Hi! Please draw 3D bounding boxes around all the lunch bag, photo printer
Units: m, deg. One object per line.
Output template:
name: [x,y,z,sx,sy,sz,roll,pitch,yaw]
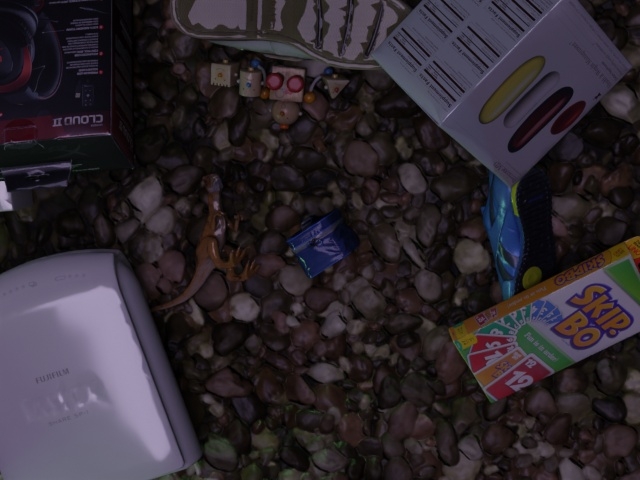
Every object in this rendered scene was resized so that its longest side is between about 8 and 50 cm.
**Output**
lunch bag: [0.000,0.000,1.800,0.067,0.098,0.065,-32,91,14]
photo printer: [-0.316,0.172,1.850,0.256,0.107,0.308,-18,95,10]

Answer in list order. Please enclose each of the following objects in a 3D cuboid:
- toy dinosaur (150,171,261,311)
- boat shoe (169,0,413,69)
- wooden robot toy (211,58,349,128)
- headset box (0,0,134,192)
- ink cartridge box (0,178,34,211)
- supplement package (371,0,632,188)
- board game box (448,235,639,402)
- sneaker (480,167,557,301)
toy dinosaur: [-0.138,0.019,1.847,0.112,0.064,0.212,28,107,34]
boat shoe: [-0.024,-0.271,1.762,0.302,0.103,0.113,11,97,5]
wooden robot toy: [-0.052,-0.174,1.799,0.173,0.076,0.079,6,109,5]
headset box: [-0.338,-0.199,1.744,0.218,0.110,0.293,-6,70,6]
ink cartridge box: [-0.427,-0.081,1.837,0.143,0.092,0.090,-5,96,5]
supplement package: [0.210,-0.206,1.679,0.203,0.194,0.149,-46,52,10]
board game box: [0.298,0.097,1.787,0.259,0.039,0.124,-29,126,7]
sneaker: [0.239,-0.001,1.800,0.069,0.082,0.209,-19,115,-31]
